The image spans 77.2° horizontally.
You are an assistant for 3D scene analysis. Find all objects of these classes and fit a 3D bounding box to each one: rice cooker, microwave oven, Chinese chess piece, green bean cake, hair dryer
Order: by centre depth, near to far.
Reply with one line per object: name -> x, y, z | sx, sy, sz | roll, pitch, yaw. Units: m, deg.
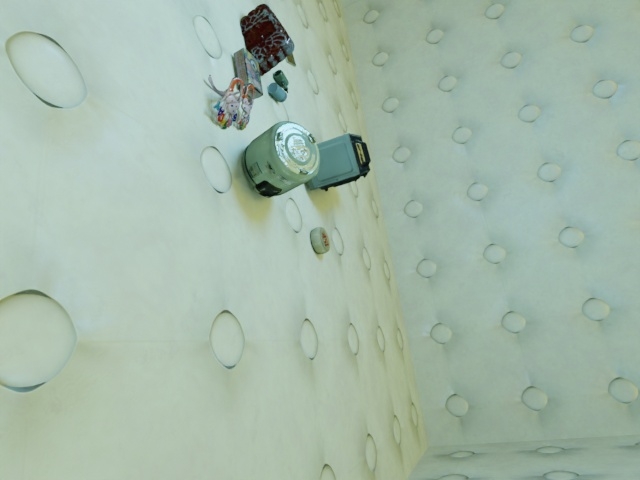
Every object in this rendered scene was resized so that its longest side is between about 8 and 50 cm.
rice cooker -> -0.136, -0.266, 1.356 | 0.226, 0.244, 0.226 | 14, 69, -41
green bean cake -> -0.235, -0.826, 1.638 | 0.233, 0.198, 0.097 | 61, 11, 8
Chinese chess piece -> 0.000, 0.000, 1.786 | 0.122, 0.051, 0.122 | -15, 90, -69
hair dryer -> -0.162, -0.701, 1.799 | 0.071, 0.047, 0.150 | 46, 16, -50
microwave oven -> 0.085, -0.372, 1.944 | 0.355, 0.286, 0.218 | -42, 116, -72

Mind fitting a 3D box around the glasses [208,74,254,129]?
glasses -> -0.297, -0.450, 1.326 | 0.255, 0.095, 0.162 | -32, 133, -70

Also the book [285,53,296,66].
book -> -0.174, -0.996, 2.070 | 0.118, 0.012, 0.172 | -32, 107, -68

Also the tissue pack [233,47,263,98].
tissue pack -> -0.270, -0.622, 1.502 | 0.108, 0.060, 0.148 | 13, 66, -66

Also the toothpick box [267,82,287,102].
toothpick box -> -0.187, -0.643, 1.742 | 0.083, 0.052, 0.052 | 25, 54, -63
